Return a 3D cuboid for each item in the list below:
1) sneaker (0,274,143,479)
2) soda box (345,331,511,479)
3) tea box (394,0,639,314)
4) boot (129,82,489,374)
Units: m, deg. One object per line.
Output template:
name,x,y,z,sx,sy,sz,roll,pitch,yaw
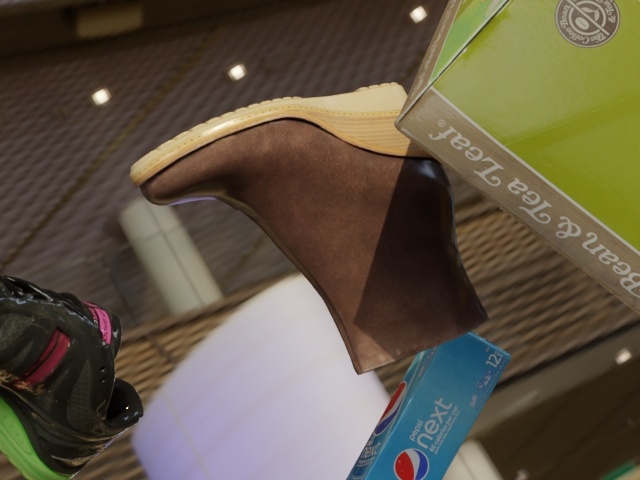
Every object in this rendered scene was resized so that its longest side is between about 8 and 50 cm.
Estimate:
sneaker,-0.344,0.103,1.581,0.202,0.185,0.482,-28,-36,-5
soda box,0.103,0.184,1.364,0.210,0.071,0.067,-60,9,-1
tea box,0.282,-0.125,0.865,0.323,0.329,0.220,-46,12,35
boot,0.000,0.000,1.006,0.248,0.206,0.090,-15,-5,-27
